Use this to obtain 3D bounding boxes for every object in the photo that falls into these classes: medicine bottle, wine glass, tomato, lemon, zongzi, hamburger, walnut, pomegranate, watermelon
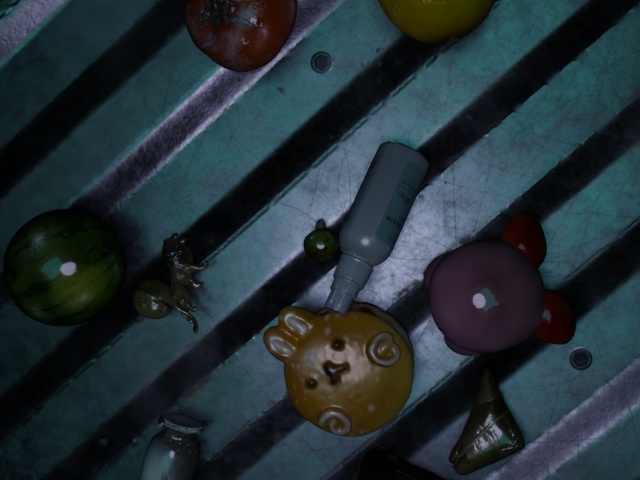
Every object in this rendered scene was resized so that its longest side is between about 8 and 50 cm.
[{"bbox_3d":[0.098,-0.018,1.788,0.110,0.110,0.351,23,76,6],"label":"medicine bottle"},{"bbox_3d":[-0.315,0.467,1.915,0.111,0.111,0.204,18,93,6],"label":"wine glass"},{"bbox_3d":[-0.152,-0.446,1.814,0.232,0.189,0.232,13,113,35],"label":"tomato"},{"bbox_3d":[0.227,-0.485,1.741,0.240,0.240,0.219,-26,100,8],"label":"lemon"},{"bbox_3d":[0.309,0.369,1.852,0.160,0.078,0.176,-28,79,8],"label":"zongzi"},{"bbox_3d":[0.040,0.240,1.823,0.261,0.186,0.302,-44,84,6],"label":"hamburger"},{"bbox_3d":[-0.348,0.123,1.919,0.092,0.092,0.092,0,93,7],"label":"walnut"},{"bbox_3d":[-0.003,0.003,1.880,0.073,0.073,0.084,-41,50,7],"label":"pomegranate"},{"bbox_3d":[-0.517,0.054,1.860,0.242,0.242,0.242,0,93,7],"label":"watermelon"}]

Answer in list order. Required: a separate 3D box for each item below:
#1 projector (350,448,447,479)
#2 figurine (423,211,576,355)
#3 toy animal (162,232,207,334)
[{"bbox_3d":[0.210,0.590,1.705,0.395,0.405,0.242,23,94,6],"label":"projector"},{"bbox_3d":[0.329,0.099,1.750,0.261,0.211,0.269,-18,84,13],"label":"figurine"},{"bbox_3d":[-0.272,0.091,1.904,0.086,0.069,0.219,-7,67,-19],"label":"toy animal"}]
